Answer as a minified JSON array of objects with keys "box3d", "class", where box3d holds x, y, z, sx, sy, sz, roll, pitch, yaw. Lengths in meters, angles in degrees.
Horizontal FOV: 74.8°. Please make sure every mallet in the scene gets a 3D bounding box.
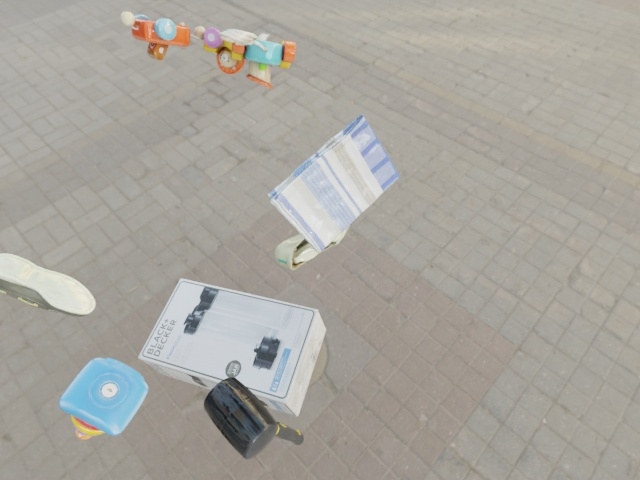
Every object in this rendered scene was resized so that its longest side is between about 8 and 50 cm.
[{"box3d":[-0.043,0.187,0.405,0.039,0.190,0.062,-46,52,-13],"class":"mallet"}]

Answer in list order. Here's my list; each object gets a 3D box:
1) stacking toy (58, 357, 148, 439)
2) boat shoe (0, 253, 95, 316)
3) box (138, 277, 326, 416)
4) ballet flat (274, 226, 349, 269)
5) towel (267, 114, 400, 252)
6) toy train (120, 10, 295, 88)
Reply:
[{"box3d":[-0.611,0.471,1.143,0.175,0.302,0.166,33,35,-9],"class":"stacking toy"},{"box3d":[-0.834,0.150,1.258,0.304,0.091,0.109,32,34,-16],"class":"boat shoe"},{"box3d":[-0.154,0.184,0.752,0.289,0.087,0.169,11,59,19],"class":"box"},{"box3d":[0.000,0.000,1.076,0.248,0.086,0.086,-32,58,-23],"class":"ballet flat"},{"box3d":[0.041,-0.122,0.962,0.285,0.209,0.034,-42,36,-3],"class":"towel"},{"box3d":[-0.105,-0.183,0.409,0.166,0.046,0.125,26,28,31],"class":"toy train"}]
